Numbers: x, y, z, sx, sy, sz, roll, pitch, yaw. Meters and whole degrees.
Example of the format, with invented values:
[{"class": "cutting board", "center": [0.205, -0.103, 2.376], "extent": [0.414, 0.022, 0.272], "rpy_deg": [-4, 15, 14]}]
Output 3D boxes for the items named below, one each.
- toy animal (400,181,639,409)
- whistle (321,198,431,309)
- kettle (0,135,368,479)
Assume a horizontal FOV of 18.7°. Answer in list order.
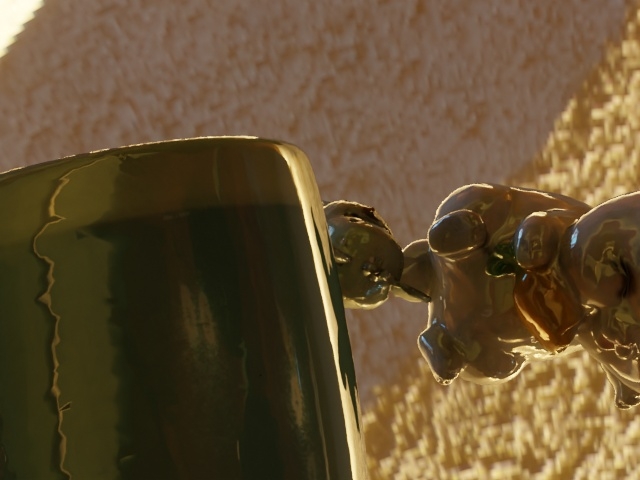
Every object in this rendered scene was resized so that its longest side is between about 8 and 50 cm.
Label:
[{"class": "toy animal", "center": [0.217, 0.018, 1.426], "extent": [0.325, 0.154, 0.208], "rpy_deg": [-28, -85, 28]}, {"class": "whistle", "center": [0.000, 0.000, 1.476], "extent": [0.114, 0.235, 0.077], "rpy_deg": [25, -90, -24]}, {"class": "kettle", "center": [-0.066, 0.144, 0.980], "extent": [0.247, 0.319, 0.342], "rpy_deg": [-19, -98, 29]}]
